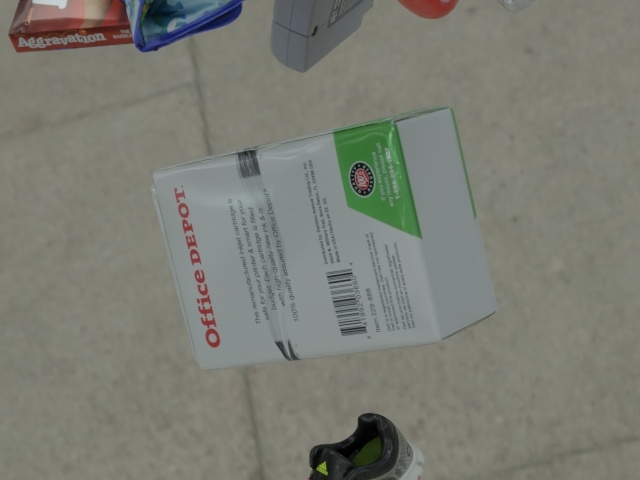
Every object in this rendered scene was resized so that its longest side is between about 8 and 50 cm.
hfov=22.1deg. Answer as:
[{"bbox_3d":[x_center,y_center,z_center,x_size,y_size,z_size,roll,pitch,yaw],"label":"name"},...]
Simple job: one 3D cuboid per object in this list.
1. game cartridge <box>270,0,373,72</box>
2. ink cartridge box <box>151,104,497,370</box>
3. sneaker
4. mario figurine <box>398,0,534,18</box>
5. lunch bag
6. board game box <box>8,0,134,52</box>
[{"bbox_3d":[0.025,-0.342,1.826,0.062,0.297,0.198,31,40,18],"label":"game cartridge"},{"bbox_3d":[0.000,0.000,1.580,0.289,0.211,0.121,-9,7,35],"label":"ink cartridge box"},{"bbox_3d":[0.007,0.196,1.249,0.170,0.075,0.063,-43,38,-23],"label":"sneaker"},{"bbox_3d":[0.167,-0.369,1.728,0.198,0.170,0.320,21,62,5],"label":"mario figurine"},{"bbox_3d":[-0.098,-0.229,1.238,0.151,0.096,0.129,-41,41,24],"label":"lunch bag"},{"bbox_3d":[-0.189,-0.285,1.517,0.145,0.027,0.281,-4,50,14],"label":"board game box"}]
